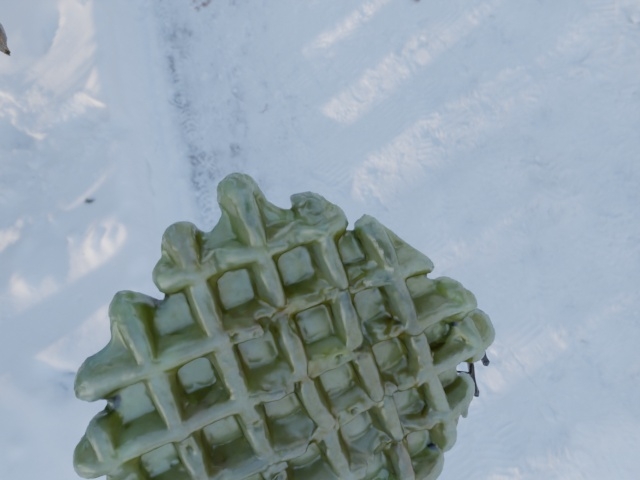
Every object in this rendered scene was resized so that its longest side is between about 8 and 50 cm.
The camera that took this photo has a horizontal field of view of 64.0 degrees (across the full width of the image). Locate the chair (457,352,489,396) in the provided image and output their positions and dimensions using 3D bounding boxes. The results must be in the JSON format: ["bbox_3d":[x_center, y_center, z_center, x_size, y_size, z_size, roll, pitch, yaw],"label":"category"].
[{"bbox_3d":[0.366,0.275,1.484,0.186,0.160,0.319,3,36,4],"label":"chair"}]

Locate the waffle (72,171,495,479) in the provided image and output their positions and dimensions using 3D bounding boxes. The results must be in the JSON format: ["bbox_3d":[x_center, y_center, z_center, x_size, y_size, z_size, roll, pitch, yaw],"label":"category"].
[{"bbox_3d":[-0.014,0.120,0.386,0.291,0.309,0.056,-62,23,0],"label":"waffle"}]

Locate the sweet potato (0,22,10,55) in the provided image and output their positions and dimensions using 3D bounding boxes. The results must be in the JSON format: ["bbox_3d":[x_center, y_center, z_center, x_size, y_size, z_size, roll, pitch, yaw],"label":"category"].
[{"bbox_3d":[-0.475,-0.290,0.652,0.226,0.068,0.068,28,87,25],"label":"sweet potato"}]
